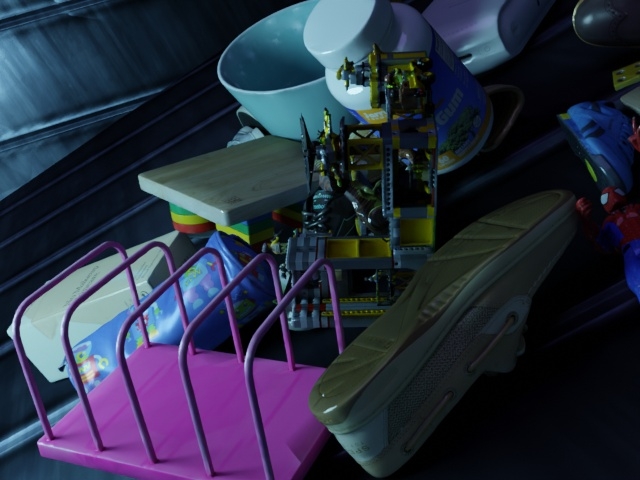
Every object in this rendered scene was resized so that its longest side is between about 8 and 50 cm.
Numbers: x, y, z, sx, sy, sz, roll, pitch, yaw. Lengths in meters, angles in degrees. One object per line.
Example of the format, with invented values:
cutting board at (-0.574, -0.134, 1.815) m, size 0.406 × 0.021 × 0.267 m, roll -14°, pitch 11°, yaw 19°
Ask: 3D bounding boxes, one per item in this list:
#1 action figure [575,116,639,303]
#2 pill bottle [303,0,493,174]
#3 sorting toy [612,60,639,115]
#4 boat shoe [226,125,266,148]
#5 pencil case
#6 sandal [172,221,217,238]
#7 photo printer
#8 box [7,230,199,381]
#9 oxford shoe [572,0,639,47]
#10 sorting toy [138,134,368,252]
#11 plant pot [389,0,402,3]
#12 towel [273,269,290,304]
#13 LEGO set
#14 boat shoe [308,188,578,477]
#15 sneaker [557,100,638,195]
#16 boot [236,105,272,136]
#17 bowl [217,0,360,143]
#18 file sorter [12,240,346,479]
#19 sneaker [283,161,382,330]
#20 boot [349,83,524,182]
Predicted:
action figure at (0.300, -0.009, 0.777) m, size 0.091 × 0.139 × 0.280 m, roll -25°, pitch 23°, yaw 14°
pill bottle at (0.102, -0.213, 1.093) m, size 0.152 × 0.272 × 0.152 m, roll -22°, pitch 52°, yaw 31°
sorting toy at (0.451, -0.174, 1.001) m, size 0.132 × 0.046 × 0.274 m, roll -30°, pitch 25°, yaw 6°
boat shoe at (-0.144, -0.184, 1.726) m, size 0.081 × 0.079 × 0.227 m, roll -45°, pitch 20°, yaw -5°
pencil case at (-0.199, 0.111, 1.110) m, size 0.306 × 0.119 × 0.133 m, roll -38°, pitch 48°, yaw 10°
sandal at (-0.097, -0.119, 1.492) m, size 0.446 × 0.107 × 0.167 m, roll -16°, pitch 29°, yaw 30°
photo printer at (0.287, -0.405, 1.565) m, size 0.256 × 0.107 × 0.307 m, roll -8°, pitch 34°, yaw 43°
box at (-0.330, 0.108, 1.331) m, size 0.311 × 0.121 × 0.148 m, roll -20°, pitch 27°, yaw 27°
oxford shoe at (0.491, -0.329, 1.109) m, size 0.363 × 0.130 × 0.133 m, roll -6°, pitch 16°, yaw 46°
sorting toy at (-0.102, -0.070, 1.274) m, size 0.257 × 0.089 × 0.255 m, roll -22°, pitch 28°, yaw -33°
plant pot at (0.070, -0.367, 1.642) m, size 0.212 × 0.187 × 0.212 m, roll -18°, pitch 19°, yaw 31°
towel at (-0.013, 0.037, 1.199) m, size 0.152 × 0.023 × 0.113 m, roll -40°, pitch 24°, yaw -16°
LEGO set at (0.029, -0.054, 0.954) m, size 0.192 × 0.331 × 0.255 m, roll -1°, pitch 43°, yaw 3°
boat shoe at (0.141, 0.083, 0.823) m, size 0.341 × 0.110 × 0.121 m, roll -42°, pitch 14°, yaw -12°
sneaker at (0.349, -0.121, 1.001) m, size 0.082 × 0.069 × 0.209 m, roll -22°, pitch 26°, yaw 14°
boot at (-0.063, -0.287, 1.804) m, size 0.176 × 0.088 × 0.244 m, roll -42°, pitch 34°, yaw -21°
bowl at (-0.005, -0.277, 1.435) m, size 0.311 × 0.163 × 0.311 m, roll -13°, pitch 39°, yaw 11°
file sorter at (-0.137, 0.116, 0.862) m, size 0.290 × 0.182 × 0.202 m, roll 5°, pitch 28°, yaw 25°
sneaker at (0.000, 0.000, 1.120) m, size 0.101 × 0.106 × 0.267 m, roll -2°, pitch 47°, yaw 32°
boot at (0.165, -0.160, 1.276) m, size 0.262 × 0.095 × 0.203 m, roll -36°, pitch 25°, yaw -14°
